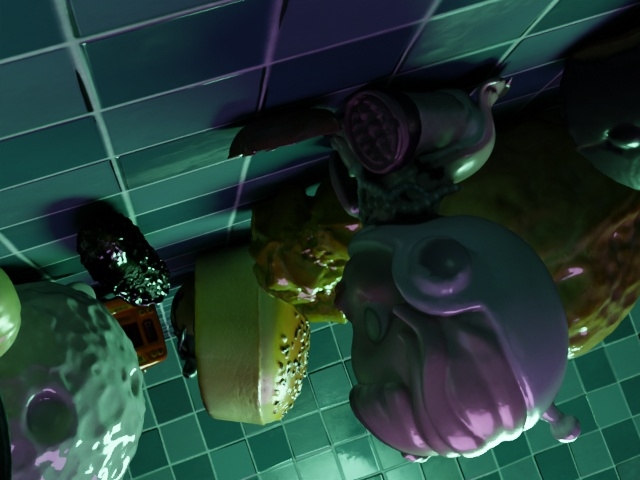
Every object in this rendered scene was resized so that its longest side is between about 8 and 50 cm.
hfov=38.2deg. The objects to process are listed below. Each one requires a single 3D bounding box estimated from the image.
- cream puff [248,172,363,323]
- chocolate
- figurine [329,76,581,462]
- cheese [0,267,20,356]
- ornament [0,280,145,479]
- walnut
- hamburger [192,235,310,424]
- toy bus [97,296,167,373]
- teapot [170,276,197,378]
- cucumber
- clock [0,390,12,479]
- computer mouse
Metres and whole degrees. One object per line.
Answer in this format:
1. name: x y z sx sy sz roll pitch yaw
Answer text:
1. cream puff: 0.001 0.006 1.128 0.221 0.194 0.195 -28 170 28
2. chocolate: -0.034 -0.094 0.793 0.101 0.031 0.064 -17 -176 -20
3. figurine: 0.116 0.029 0.881 0.211 0.361 0.253 -9 171 8
4. cheese: -0.401 0.079 0.845 0.226 0.117 0.214 -27 167 19
5. ornament: -0.374 0.210 1.105 0.337 0.337 0.337 -19 173 -2
6. walnut: 0.281 -0.011 1.201 0.344 0.306 0.306 -45 -171 -33
7. hamburger: -0.103 0.136 1.424 0.176 0.300 0.300 -3 172 -4
8. toy bus: -0.383 0.181 1.508 0.143 0.153 0.329 -16 173 -41
9. teapot: -0.184 0.150 1.667 0.269 0.173 0.182 -61 172 -57
10. cucumber: -0.219 0.019 1.007 0.072 0.081 0.303 -62 176 -11
11. clock: -0.295 0.100 0.584 0.055 0.280 0.280 -26 173 6
12. computer mouse: 0.364 -0.146 0.866 0.323 0.183 0.116 -28 -167 49
